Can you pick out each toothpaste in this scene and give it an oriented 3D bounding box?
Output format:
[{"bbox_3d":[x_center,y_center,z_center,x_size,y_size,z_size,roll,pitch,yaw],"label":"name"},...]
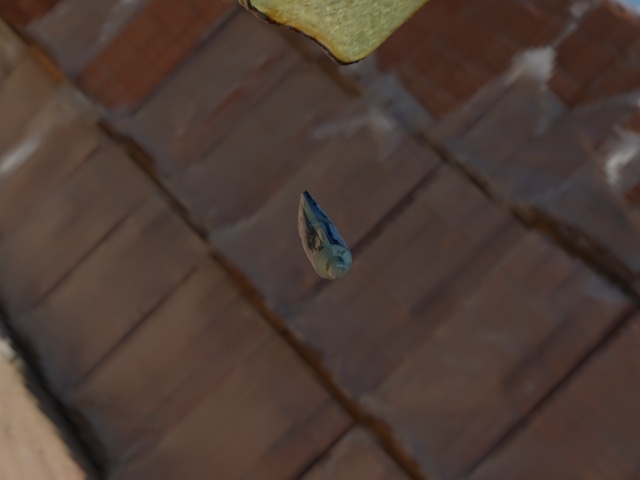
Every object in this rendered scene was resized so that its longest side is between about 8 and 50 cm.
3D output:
[{"bbox_3d":[0.000,0.000,0.918,0.083,0.019,0.027,-122,-150,-66],"label":"toothpaste"}]

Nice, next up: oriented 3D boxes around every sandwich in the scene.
[{"bbox_3d":[0.030,-0.214,1.255,0.065,0.186,0.214,52,16,21],"label":"sandwich"}]
